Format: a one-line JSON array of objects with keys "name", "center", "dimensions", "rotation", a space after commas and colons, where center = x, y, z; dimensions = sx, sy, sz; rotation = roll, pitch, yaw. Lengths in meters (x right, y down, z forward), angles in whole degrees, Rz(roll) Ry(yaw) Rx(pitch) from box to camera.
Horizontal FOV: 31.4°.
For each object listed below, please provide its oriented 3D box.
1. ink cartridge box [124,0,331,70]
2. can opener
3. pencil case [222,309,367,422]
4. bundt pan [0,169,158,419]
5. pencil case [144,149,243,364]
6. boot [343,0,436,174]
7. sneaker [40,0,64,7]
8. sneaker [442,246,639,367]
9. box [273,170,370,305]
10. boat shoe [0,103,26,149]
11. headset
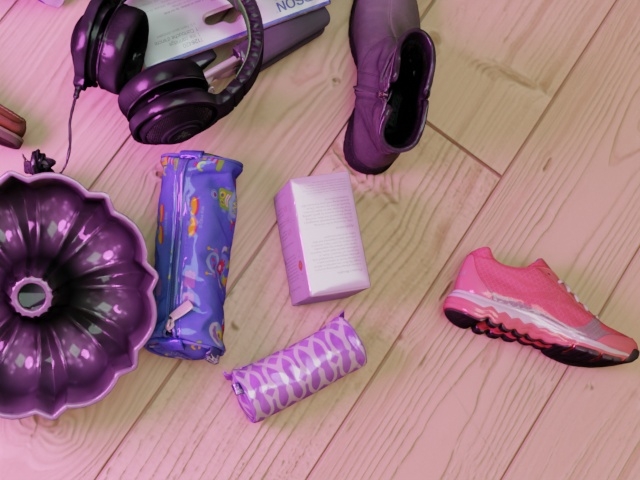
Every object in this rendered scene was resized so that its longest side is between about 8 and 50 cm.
[{"name": "ink cartridge box", "center": [-0.183, -0.435, 1.709], "dimensions": [0.304, 0.072, 0.307], "rotation": [-22, 88, -11]}, {"name": "can opener", "center": [-0.115, -0.286, 1.702], "dimensions": [0.280, 0.074, 0.093], "rotation": [-29, 88, -16]}, {"name": "pencil case", "center": [-0.034, 0.184, 1.637], "dimensions": [0.206, 0.086, 0.088], "rotation": [-24, 59, -17]}, {"name": "bundt pan", "center": [-0.383, 0.067, 1.531], "dimensions": [0.331, 0.124, 0.330], "rotation": [-1, 95, -9]}, {"name": "pencil case", "center": [-0.181, 0.021, 1.605], "dimensions": [0.119, 0.133, 0.306], "rotation": [2, 78, 10]}, {"name": "boot", "center": [0.118, -0.272, 1.675], "dimensions": [0.118, 0.223, 0.338], "rotation": [4, 80, -11]}, {"name": "sneaker", "center": [-0.468, -0.376, 1.585], "dimensions": [0.323, 0.130, 0.236], "rotation": [-46, 128, -4]}, {"name": "sneaker", "center": [0.348, 0.099, 1.720], "dimensions": [0.314, 0.116, 0.136], "rotation": [19, 75, -9]}, {"name": "box", "center": [0.000, 0.000, 1.649], "dimensions": [0.091, 0.130, 0.170], "rotation": [-9, 83, -15]}, {"name": "boat shoe", "center": [-0.534, -0.239, 1.579], "dimensions": [0.307, 0.111, 0.104], "rotation": [30, 76, -6]}, {"name": "headset", "center": [-0.254, -0.219, 1.594], "dimensions": [0.243, 0.185, 0.394], "rotation": [44, 76, 10]}]
